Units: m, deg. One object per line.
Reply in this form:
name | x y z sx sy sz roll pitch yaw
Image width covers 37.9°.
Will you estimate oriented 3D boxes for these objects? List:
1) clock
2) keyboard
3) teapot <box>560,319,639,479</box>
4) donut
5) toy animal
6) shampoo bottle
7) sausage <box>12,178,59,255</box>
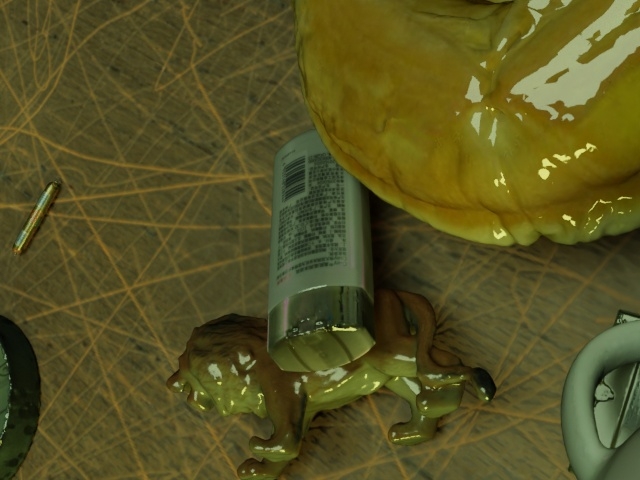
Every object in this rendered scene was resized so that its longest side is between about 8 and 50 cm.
clock | -0.402 0.182 1.029 0.215 0.042 0.215 -8 73 29
keyboard | 0.226 0.119 0.692 0.049 0.015 0.129 16 86 27
teapot | 0.287 0.197 0.517 0.424 0.280 0.252 -120 28 -45
donut | 0.169 -0.212 0.702 0.449 0.198 0.449 -9 72 30
toy animal | -0.002 0.106 0.785 0.312 0.097 0.157 -21 62 23
shampoo bottle | 0.000 0.000 0.778 0.086 0.056 0.227 -19 45 18
sausage | -0.321 -0.026 1.049 0.015 0.015 0.100 34 95 32
